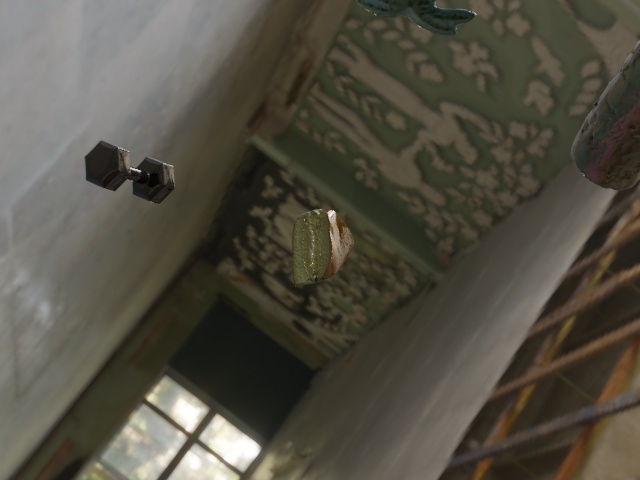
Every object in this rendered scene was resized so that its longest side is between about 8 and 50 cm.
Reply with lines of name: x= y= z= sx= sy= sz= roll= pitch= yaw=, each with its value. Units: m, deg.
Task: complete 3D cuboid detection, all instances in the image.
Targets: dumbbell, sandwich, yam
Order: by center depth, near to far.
sandwich: x=0.000 y=0.000 z=0.715 sx=0.031 sy=0.044 sz=0.083 roll=-13 pitch=-166 yaw=17
dumbbell: x=-0.155 y=-0.055 z=0.847 sx=0.083 sy=0.040 sz=0.036 roll=17 pitch=94 yaw=-60
yam: x=0.397 y=-0.161 z=1.290 sx=0.107 sy=0.107 sz=0.194 roll=-52 pitch=169 yaw=-41

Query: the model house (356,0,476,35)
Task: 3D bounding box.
model house: x=0.093 y=-0.429 z=1.370 sx=0.323 sy=0.340 sz=0.300 roll=-45 pitch=-179 yaw=1
